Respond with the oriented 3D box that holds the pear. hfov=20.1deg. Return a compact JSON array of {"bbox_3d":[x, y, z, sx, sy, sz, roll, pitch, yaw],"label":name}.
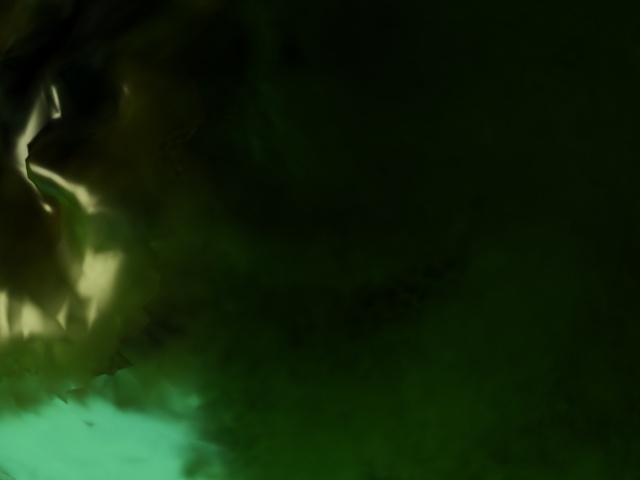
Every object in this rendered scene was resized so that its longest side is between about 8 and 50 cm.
[{"bbox_3d":[0.000,0.000,0.637,0.352,0.352,0.413,24,-171,26],"label":"pear"}]
